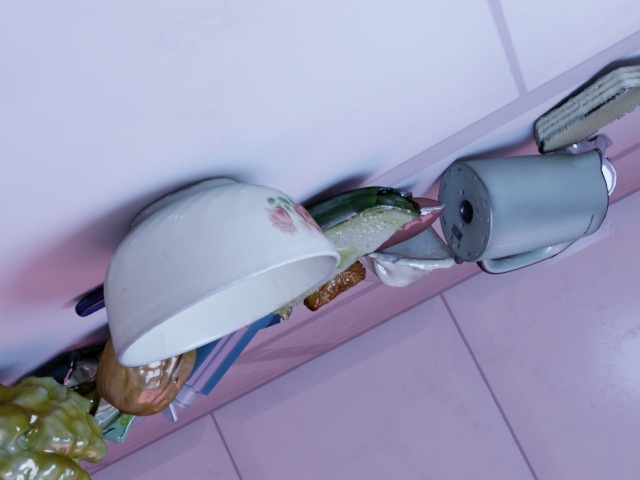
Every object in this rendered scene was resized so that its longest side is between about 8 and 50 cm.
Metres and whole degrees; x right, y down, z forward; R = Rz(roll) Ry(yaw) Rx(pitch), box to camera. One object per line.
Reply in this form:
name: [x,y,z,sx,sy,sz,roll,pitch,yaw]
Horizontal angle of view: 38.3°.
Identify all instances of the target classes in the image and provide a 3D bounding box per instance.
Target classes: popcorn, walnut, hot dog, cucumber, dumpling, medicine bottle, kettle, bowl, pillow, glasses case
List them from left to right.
popcorn: [-0.483,0.340,1.343,0.335,0.279,0.274,-34,151,5]
glasses case: [-0.289,0.074,1.228,0.083,0.023,0.033,-28,163,3]
walnut: [-0.273,0.189,1.445,0.180,0.144,0.144,-56,171,-8]
bowl: [-0.128,0.022,1.051,0.277,0.145,0.277,-24,170,-5]
medicine bottle: [-0.176,0.185,1.643,0.258,0.079,0.124,-51,156,8]
cucumber: [-0.002,-0.002,1.341,0.145,0.105,0.325,19,140,-36]
hot dog: [0.024,0.083,1.849,0.147,0.065,0.099,-34,171,-21]
pillow: [0.096,-0.024,1.500,0.179,0.075,0.171,-21,174,-16]
dumpling: [0.127,0.018,1.631,0.166,0.216,0.126,-5,127,-40]
kettle: [0.338,-0.042,1.555,0.255,0.165,0.240,-10,132,-24]

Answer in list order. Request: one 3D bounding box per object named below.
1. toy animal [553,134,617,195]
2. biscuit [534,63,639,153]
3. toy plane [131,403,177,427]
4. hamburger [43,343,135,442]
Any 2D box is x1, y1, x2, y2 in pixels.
toy animal: [0.515,-0.160,1.838,0.221,0.130,0.104,-65,178,-68]
biscuit: [0.436,-0.209,1.479,0.150,0.052,0.252,-13,166,-34]
toy plane: [-0.374,0.318,1.859,0.252,0.118,0.252,-17,179,0]
hamburger: [-0.375,0.269,1.592,0.276,0.150,0.260,-16,163,-40]
